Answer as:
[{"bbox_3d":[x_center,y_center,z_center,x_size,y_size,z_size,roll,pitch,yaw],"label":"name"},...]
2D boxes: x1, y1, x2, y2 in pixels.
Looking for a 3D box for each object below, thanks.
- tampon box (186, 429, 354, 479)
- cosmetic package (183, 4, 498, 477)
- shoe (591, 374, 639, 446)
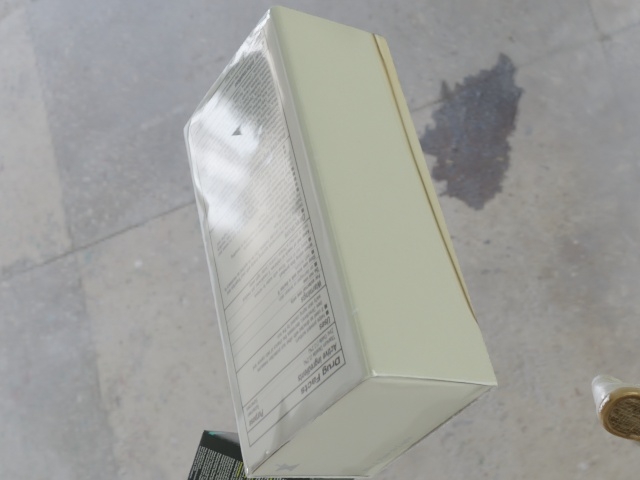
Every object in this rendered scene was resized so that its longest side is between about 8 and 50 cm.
[{"bbox_3d":[-0.064,0.303,1.266,0.161,0.120,0.102,15,84,29],"label":"tampon box"},{"bbox_3d":[0.000,0.000,0.771,0.160,0.113,0.310,-45,48,42],"label":"cosmetic package"},{"bbox_3d":[0.374,0.197,1.100,0.077,0.219,0.058,-59,17,9],"label":"shoe"}]
